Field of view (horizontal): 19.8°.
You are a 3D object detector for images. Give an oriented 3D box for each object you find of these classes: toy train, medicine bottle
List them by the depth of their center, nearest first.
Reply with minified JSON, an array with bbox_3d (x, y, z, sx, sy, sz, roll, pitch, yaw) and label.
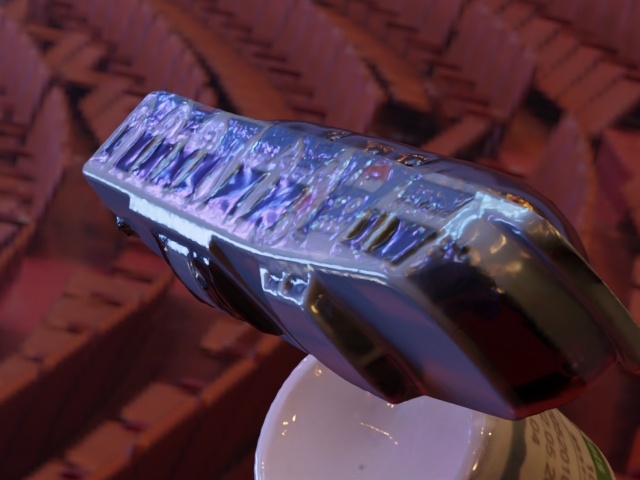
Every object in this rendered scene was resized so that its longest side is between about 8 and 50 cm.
[{"bbox_3d":[0.000,0.000,0.395,0.043,0.047,0.207,47,-11,-23],"label":"toy train"},{"bbox_3d":[0.084,0.141,0.932,0.139,0.139,0.237,26,-8,44],"label":"medicine bottle"}]
